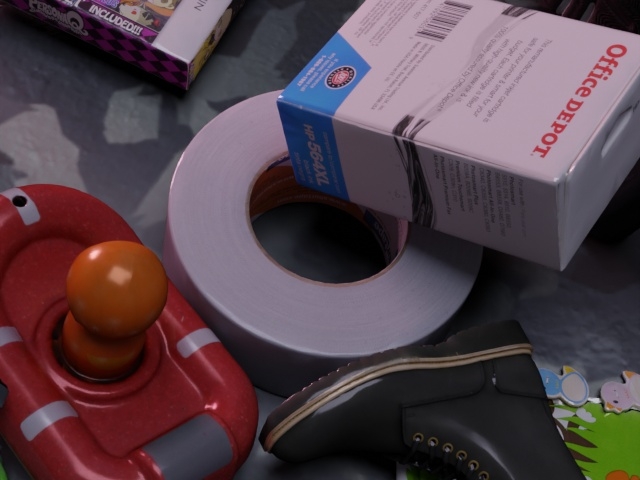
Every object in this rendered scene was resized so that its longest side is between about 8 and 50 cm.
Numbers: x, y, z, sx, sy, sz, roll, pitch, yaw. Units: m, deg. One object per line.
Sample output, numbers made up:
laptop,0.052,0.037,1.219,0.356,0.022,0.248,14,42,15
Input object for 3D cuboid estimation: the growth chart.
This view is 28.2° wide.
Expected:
growth chart,0.157,0.158,0.857,0.237,0.021,0.172,3,57,-10

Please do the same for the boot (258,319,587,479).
boot,0.074,0.137,0.799,0.198,0.077,0.137,-17,67,-21

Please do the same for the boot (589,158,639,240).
boot,0.260,-0.135,0.929,0.094,0.207,0.246,16,73,-14

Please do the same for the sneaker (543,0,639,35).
sneaker,0.227,-0.296,1.109,0.162,0.106,0.281,-35,70,-31

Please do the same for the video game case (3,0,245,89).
video game case,-0.159,-0.249,1.013,0.232,0.042,0.210,27,59,4

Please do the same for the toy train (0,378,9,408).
toy train,-0.254,0.090,0.762,0.158,0.036,0.027,-6,52,31

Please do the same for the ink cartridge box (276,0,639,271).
ink cartridge box,0.099,-0.082,0.831,0.203,0.086,0.148,21,53,28

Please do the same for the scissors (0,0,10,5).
scissors,-0.228,-0.194,1.000,0.297,0.021,0.109,-31,70,-28

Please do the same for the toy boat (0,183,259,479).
toy boat,-0.134,0.053,0.778,0.151,0.151,0.231,-27,67,-36

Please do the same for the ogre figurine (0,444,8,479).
ogre figurine,-0.239,0.182,0.722,0.118,0.097,0.197,29,24,21

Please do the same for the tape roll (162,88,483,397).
tape roll,0.000,0.000,0.894,0.219,0.072,0.219,5,57,-8
